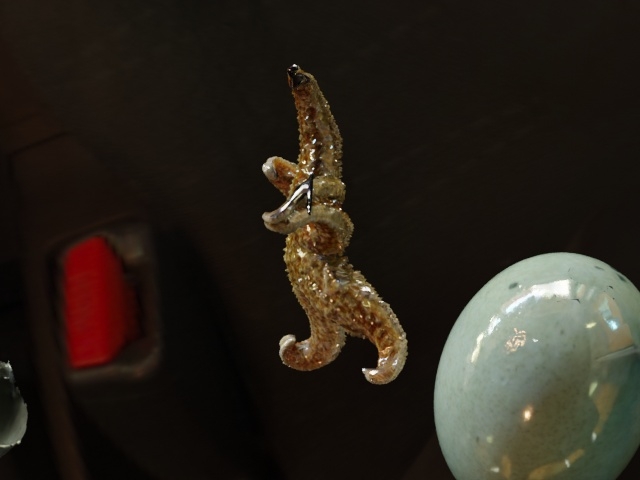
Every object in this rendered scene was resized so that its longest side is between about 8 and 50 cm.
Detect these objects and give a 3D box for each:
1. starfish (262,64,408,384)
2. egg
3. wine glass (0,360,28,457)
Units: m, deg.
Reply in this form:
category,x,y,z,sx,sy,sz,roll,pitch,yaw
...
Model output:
category,x,y,z,sx,sy,sz,roll,pitch,yaw
starfish,-0.003,0.002,1.897,0.113,0.303,0.312,-13,74,-6
egg,0.174,0.115,1.506,0.169,0.169,0.236,19,128,12
wine glass,-0.358,0.179,1.732,0.204,0.111,0.111,-30,86,30
